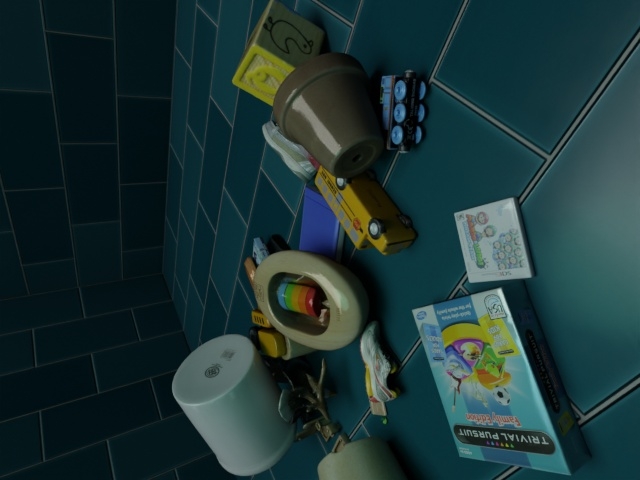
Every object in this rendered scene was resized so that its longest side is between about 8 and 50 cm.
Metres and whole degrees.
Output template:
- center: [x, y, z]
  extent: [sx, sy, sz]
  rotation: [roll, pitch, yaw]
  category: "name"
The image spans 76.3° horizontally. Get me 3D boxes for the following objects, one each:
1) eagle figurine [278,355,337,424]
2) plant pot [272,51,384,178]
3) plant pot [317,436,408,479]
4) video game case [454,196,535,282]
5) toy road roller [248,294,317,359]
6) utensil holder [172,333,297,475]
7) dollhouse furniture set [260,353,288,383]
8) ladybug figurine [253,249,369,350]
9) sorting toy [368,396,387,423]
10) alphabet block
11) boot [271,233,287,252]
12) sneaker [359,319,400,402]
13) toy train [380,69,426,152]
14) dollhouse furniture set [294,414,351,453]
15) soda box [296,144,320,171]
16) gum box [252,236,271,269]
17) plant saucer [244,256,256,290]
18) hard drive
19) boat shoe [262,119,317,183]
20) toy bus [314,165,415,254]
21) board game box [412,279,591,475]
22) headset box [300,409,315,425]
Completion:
- center: [-0.054, 0.530, 1.426]
  extent: [0.225, 0.226, 0.298]
  rotation: [42, 157, -14]
  category: "eagle figurine"
- center: [0.044, -0.287, 1.021]
  extent: [0.229, 0.263, 0.263]
  rotation: [61, 143, 22]
  category: "plant pot"
- center: [0.140, 0.732, 1.105]
  extent: [0.305, 0.333, 0.334]
  rotation: [-115, 34, -42]
  category: "plant pot"
- center: [0.350, 0.004, 0.833]
  extent: [0.143, 0.019, 0.157]
  rotation: [-17, 83, 57]
  category: "video game case"
- center: [-0.138, 0.281, 1.492]
  extent: [0.329, 0.202, 0.241]
  rotation: [-6, 92, 59]
  category: "toy road roller"
- center: [-0.301, 0.581, 1.459]
  extent: [0.327, 0.327, 0.385]
  rotation: [25, 143, 53]
  category: "utensil holder"
- center: [-0.185, 0.485, 1.720]
  extent: [0.129, 0.129, 0.184]
  rotation: [19, 89, 55]
  category: "dollhouse furniture set"
- center: [-0.030, 0.169, 1.265]
  extent: [0.449, 0.162, 0.305]
  rotation: [11, 110, 39]
  category: "ladybug figurine"
- center: [0.178, 0.512, 1.234]
  extent: [0.062, 0.012, 0.083]
  rotation: [-26, 72, 52]
  category: "sorting toy"
- center: [-0.125, -0.546, 1.218]
  extent: [0.193, 0.192, 0.197]
  rotation: [-28, 44, 58]
  category: "alphabet block"
- center: [-0.166, 0.045, 1.632]
  extent: [0.121, 0.045, 0.099]
  rotation: [49, 142, 42]
  category: "boot"
- center: [0.175, 0.338, 1.151]
  extent: [0.092, 0.088, 0.225]
  rotation: [-14, 80, 31]
  category: "sneaker"
- center: [0.190, -0.302, 0.960]
  extent: [0.105, 0.080, 0.184]
  rotation: [-144, 51, -60]
  category: "toy train"
- center: [0.006, 0.721, 1.450]
  extent: [0.151, 0.123, 0.144]
  rotation: [50, 137, 39]
  category: "dollhouse furniture set"
- center: [-0.018, -0.316, 1.259]
  extent: [0.263, 0.092, 0.083]
  rotation: [55, 139, 35]
  category: "soda box"
- center: [-0.243, 0.101, 1.730]
  extent: [0.157, 0.041, 0.184]
  rotation: [61, 154, 29]
  category: "gum box"
- center: [-0.294, 0.169, 1.800]
  extent: [0.200, 0.037, 0.200]
  rotation: [158, 90, -76]
  category: "plant saucer"
- center: [0.000, 0.000, 1.359]
  extent: [0.210, 0.040, 0.319]
  rotation: [35, 126, 48]
  category: "hard drive"
- center: [-0.096, -0.319, 1.382]
  extent: [0.103, 0.118, 0.320]
  rotation: [-43, 50, 10]
  category: "boat shoe"
- center: [0.111, -0.092, 1.100]
  extent: [0.333, 0.108, 0.130]
  rotation: [59, 142, 30]
  category: "toy bus"
- center: [0.351, 0.277, 0.846]
  extent: [0.254, 0.079, 0.336]
  rotation: [-33, 69, 55]
  category: "board game box"
- center: [-0.054, 0.689, 1.622]
  extent: [0.062, 0.032, 0.083]
  rotation: [54, 138, 35]
  category: "headset box"
